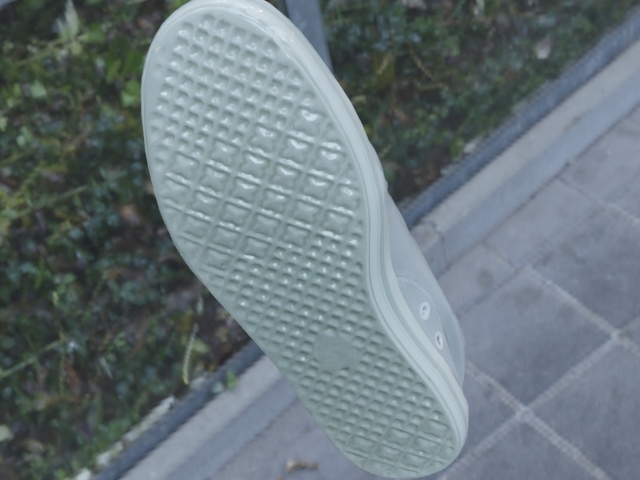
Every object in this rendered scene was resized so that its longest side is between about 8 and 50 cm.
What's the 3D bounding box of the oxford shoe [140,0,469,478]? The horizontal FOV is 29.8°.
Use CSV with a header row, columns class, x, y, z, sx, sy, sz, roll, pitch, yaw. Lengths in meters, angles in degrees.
class,x,y,z,sx,sy,sz,roll,pitch,yaw
oxford shoe,0.000,0.000,0.933,0.169,0.449,0.130,-13,36,23
